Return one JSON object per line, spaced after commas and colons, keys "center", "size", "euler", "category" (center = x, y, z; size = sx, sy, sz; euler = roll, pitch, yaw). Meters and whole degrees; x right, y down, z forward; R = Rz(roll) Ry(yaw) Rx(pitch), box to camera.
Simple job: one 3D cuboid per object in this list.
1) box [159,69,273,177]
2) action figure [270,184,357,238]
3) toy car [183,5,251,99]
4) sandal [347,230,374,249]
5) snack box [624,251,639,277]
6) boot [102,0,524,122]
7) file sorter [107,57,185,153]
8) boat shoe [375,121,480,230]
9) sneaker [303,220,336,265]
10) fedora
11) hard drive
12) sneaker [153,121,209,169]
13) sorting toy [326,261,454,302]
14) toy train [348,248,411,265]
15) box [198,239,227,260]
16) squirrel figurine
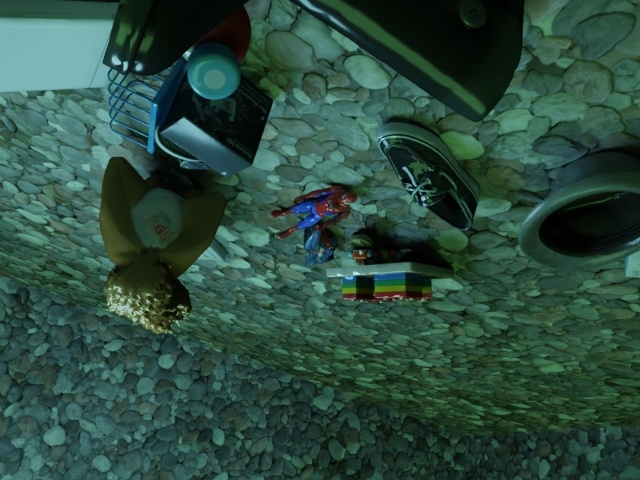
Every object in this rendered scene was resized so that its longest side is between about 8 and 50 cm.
{"center": [-0.188, -0.229, 1.035], "size": [0.156, 0.158, 0.093], "euler": [33, 148, -34], "category": "box"}
{"center": [-0.037, -0.060, 1.316], "size": [0.280, 0.092, 0.139], "euler": [-18, -177, 44], "category": "action figure"}
{"center": [-0.123, -0.362, 0.762], "size": [0.237, 0.219, 0.210], "euler": [-29, 138, 16], "category": "toy car"}
{"center": [0.104, -0.003, 1.440], "size": [0.072, 0.049, 0.180], "euler": [-1, 170, 5], "category": "sandal"}
{"center": [0.801, 0.016, 1.123], "size": [0.321, 0.060, 0.187], "euler": [1, 151, 24], "category": "snack box"}
{"center": [0.026, -0.260, 0.659], "size": [0.444, 0.367, 0.146], "euler": [26, 168, -24], "category": "boot"}
{"center": [-0.338, -0.275, 1.067], "size": [0.104, 0.118, 0.170], "euler": [25, 152, -8], "category": "file sorter"}
{"center": [0.215, -0.118, 1.111], "size": [0.108, 0.102, 0.301], "euler": [-12, 143, 42], "category": "boat shoe"}
{"center": [0.000, 0.000, 1.495], "size": [0.087, 0.083, 0.221], "euler": [-1, 158, 1], "category": "sneaker"}
{"center": [0.505, -0.066, 1.040], "size": [0.243, 0.124, 0.275], "euler": [18, 145, -12], "category": "fedora"}
{"center": [-0.516, -0.317, 0.924], "size": [0.352, 0.047, 0.233], "euler": [-14, 173, -35], "category": "hard drive"}
{"center": [-0.277, -0.194, 1.149], "size": [0.163, 0.086, 0.226], "euler": [-4, -179, 38], "category": "sneaker"}
{"center": [0.191, 0.120, 1.500], "size": [0.257, 0.090, 0.255], "euler": [-7, 169, 36], "category": "sorting toy"}
{"center": [0.151, 0.048, 1.462], "size": [0.166, 0.046, 0.125], "euler": [0, 176, -6], "category": "toy train"}
{"center": [-0.408, 0.014, 1.753], "size": [0.186, 0.038, 0.145], "euler": [1, 151, 23], "category": "box"}
{"center": [-0.432, 0.031, 1.424], "size": [0.280, 0.398, 0.370], "euler": [12, 168, -18], "category": "squirrel figurine"}
